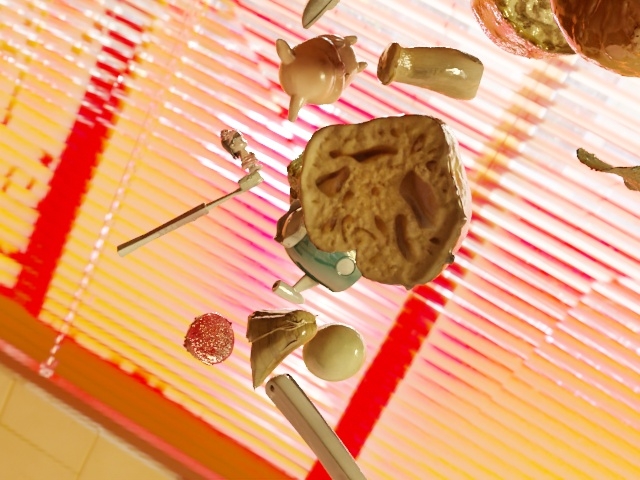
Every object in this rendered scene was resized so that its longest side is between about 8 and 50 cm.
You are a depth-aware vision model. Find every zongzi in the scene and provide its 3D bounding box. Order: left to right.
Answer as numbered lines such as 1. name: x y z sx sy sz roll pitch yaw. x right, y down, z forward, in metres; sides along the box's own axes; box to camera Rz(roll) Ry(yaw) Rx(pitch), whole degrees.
1. zongzi: -0.096 0.259 1.752 0.195 0.197 0.099 -10 162 43

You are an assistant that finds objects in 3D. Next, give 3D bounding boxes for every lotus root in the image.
1. lotus root: 0.123 -0.064 1.290 0.316 0.316 0.250 32 -165 15

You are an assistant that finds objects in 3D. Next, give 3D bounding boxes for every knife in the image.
1. knife: -0.011 0.346 1.315 0.041 0.073 0.265 -14 -129 -44

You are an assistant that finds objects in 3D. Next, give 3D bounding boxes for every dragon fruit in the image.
1. dragon fruit: -0.326 0.278 2.081 0.153 0.153 0.111 11 163 -38

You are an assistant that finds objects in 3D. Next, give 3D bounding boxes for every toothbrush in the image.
1. toothbrush: -0.154 -0.031 0.876 0.017 0.194 0.014 59 -177 -37

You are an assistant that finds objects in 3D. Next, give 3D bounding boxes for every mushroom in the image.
1. mushroom: 0.226 -0.327 1.420 0.247 0.096 0.108 3 -169 -30

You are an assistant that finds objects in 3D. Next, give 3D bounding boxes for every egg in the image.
1. egg: 0.044 0.348 2.309 0.187 0.186 0.253 18 162 -25

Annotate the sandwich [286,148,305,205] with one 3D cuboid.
1. sandwich: 0.041 -0.146 2.039 0.262 0.325 0.131 -30 -133 -32

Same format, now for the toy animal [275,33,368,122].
1. toy animal: -0.008 -0.379 1.628 0.166 0.154 0.250 64 -149 -9

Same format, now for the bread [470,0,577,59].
1. bread: 0.534 -0.570 1.805 0.361 0.250 0.394 37 -177 -8

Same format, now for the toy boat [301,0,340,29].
1. toy boat: 0.037 -0.624 1.864 0.085 0.260 0.078 30 -138 -27

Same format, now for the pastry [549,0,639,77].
1. pastry: 0.541 -0.455 1.157 0.245 0.409 0.409 -3 -149 -22

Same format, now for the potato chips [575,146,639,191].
1. potato chips: 0.681 -0.149 1.644 0.228 0.059 0.167 24 180 41

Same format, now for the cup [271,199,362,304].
1. cup: 0.000 0.000 1.542 0.173 0.299 0.167 34 -170 -25

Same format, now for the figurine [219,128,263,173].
1. figurine: -0.194 -0.210 1.774 0.129 0.054 0.072 57 -156 3
